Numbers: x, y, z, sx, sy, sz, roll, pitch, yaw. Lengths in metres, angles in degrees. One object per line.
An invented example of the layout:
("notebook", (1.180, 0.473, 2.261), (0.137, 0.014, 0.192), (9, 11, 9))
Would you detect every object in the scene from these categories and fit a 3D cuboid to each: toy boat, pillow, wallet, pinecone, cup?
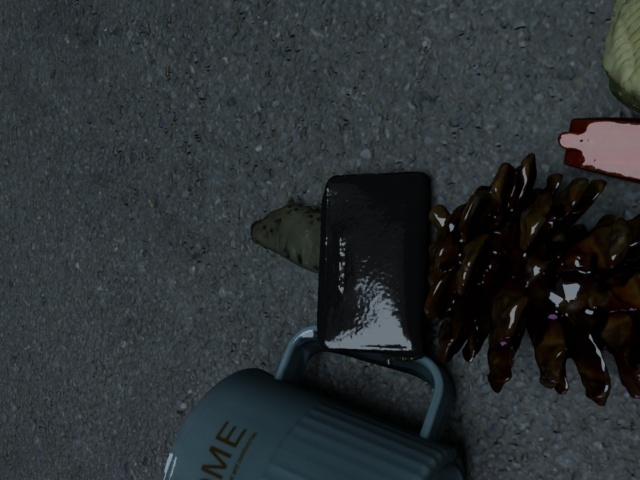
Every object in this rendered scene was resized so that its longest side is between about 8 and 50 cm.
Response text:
("toy boat", (0.341, -0.093, 0.705), (0.173, 0.059, 0.069), (12, 101, 27))
("pillow", (-0.001, -0.001, 0.951), (0.241, 0.051, 0.093), (22, 100, 30))
("wallet", (0.066, 0.032, 0.868), (0.149, 0.044, 0.250), (1, 81, 20))
("pinecone", (0.239, 0.051, 0.688), (0.309, 0.244, 0.243), (22, 106, 20))
("cup", (0.017, 0.311, 0.877), (0.311, 0.331, 0.256), (13, 135, 31))

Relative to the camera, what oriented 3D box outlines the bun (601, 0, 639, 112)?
("bun", (0.387, -0.204, 0.588), (0.259, 0.152, 0.259), (-58, 18, 33))
